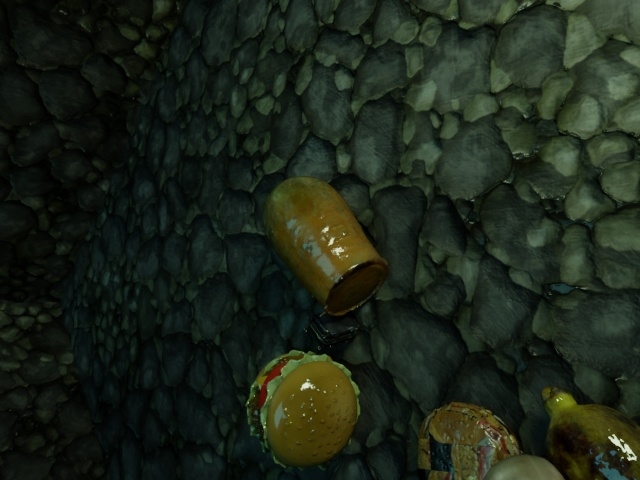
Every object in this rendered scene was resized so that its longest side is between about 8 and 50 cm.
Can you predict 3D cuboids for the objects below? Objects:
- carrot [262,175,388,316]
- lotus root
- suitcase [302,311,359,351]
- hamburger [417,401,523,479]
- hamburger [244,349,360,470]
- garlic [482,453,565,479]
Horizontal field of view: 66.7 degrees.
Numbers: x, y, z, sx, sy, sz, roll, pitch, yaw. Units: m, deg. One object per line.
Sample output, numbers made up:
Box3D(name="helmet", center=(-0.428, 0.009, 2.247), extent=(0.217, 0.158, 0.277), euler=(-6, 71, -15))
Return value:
Box3D(name="carrot", center=(0.000, 0.000, 1.225), extent=(0.224, 0.224, 0.340), euler=(-54, 56, 26))
Box3D(name="lotus root", center=(0.471, 0.374, 0.785), extent=(0.314, 0.141, 0.169), euler=(51, 123, 37))
Box3D(name="suitcase", center=(0.030, 0.223, 1.238), extent=(0.086, 0.126, 0.059), euler=(49, 132, 35))
Box3D(name="hamburger", center=(0.297, 0.443, 0.976), extent=(0.231, 0.107, 0.230), euler=(-16, 68, 46))
Box3D(name="hamburger", center=(-0.033, 0.404, 1.166), extent=(0.212, 0.275, 0.274), euler=(169, 103, -65))
Box3D(name="garlic", center=(0.370, 0.495, 0.804), extent=(0.246, 0.340, 0.231), euler=(1, 59, 42))
